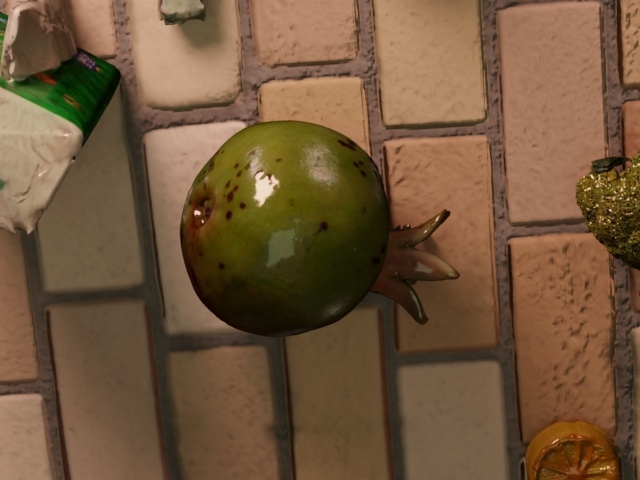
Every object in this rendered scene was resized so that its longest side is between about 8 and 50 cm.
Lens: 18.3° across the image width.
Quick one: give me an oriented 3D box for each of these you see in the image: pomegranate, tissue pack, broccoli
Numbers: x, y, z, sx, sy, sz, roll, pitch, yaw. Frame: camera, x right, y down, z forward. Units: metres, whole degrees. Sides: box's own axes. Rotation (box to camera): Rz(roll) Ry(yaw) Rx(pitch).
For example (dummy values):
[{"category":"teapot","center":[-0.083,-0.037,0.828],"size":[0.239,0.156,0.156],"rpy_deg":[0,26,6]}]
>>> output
[{"category":"pomegranate","center":[0.000,0.000,1.612],"size":[0.224,0.181,0.181],"rpy_deg":[20,108,-24]},{"category":"tissue pack","center":[-0.242,-0.123,1.554],"size":[0.148,0.209,0.156],"rpy_deg":[28,105,-6]},{"category":"broccoli","center":[0.274,-0.033,1.619],"size":[0.131,0.130,0.120],"rpy_deg":[14,71,13]}]

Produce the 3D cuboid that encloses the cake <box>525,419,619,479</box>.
[{"category":"cake","center":[0.218,0.198,1.722],"size":[0.084,0.044,0.084],"rpy_deg":[0,107,0]}]

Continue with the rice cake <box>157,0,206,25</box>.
[{"category":"rice cake","center":[-0.117,-0.278,1.593],"size":[0.043,0.034,0.211],"rpy_deg":[-3,107,-6]}]
